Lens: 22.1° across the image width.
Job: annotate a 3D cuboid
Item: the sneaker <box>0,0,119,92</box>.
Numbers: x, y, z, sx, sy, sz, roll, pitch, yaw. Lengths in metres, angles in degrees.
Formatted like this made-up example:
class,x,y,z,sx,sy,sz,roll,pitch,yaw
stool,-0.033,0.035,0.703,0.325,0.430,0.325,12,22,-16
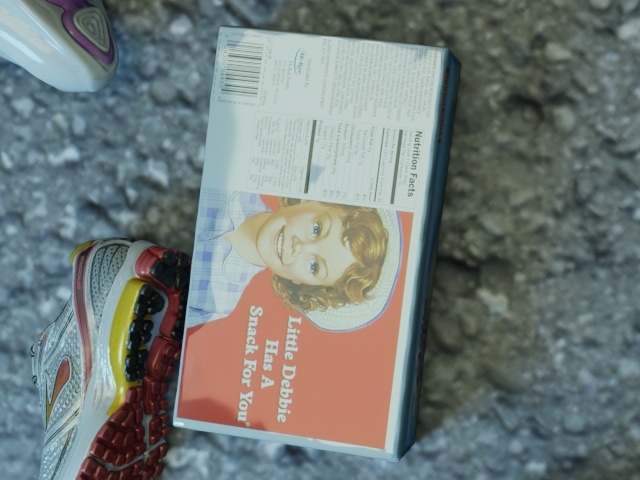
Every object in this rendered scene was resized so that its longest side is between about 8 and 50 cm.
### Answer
class,x,y,z,sx,sy,sz,roll,pitch,yaw
sneaker,-0.271,-0.173,1.139,0.305,0.114,0.152,35,110,15

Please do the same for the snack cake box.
class,x,y,z,sx,sy,sz,roll,pitch,yaw
snack cake box,0.000,0.000,1.071,0.152,0.089,0.264,8,91,11

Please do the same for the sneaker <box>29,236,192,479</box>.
class,x,y,z,sx,sy,sz,roll,pitch,yaw
sneaker,-0.153,0.105,1.117,0.092,0.088,0.225,19,93,33
